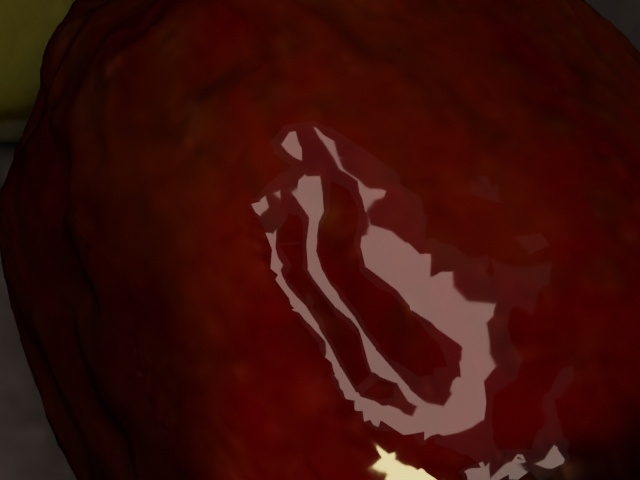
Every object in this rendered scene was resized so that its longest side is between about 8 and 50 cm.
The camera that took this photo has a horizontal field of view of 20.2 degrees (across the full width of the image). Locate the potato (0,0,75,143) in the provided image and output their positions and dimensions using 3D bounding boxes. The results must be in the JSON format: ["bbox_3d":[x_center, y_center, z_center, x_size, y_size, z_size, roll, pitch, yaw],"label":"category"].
[{"bbox_3d":[-0.069,-0.150,0.539,0.111,0.160,0.272,18,66,46],"label":"potato"}]

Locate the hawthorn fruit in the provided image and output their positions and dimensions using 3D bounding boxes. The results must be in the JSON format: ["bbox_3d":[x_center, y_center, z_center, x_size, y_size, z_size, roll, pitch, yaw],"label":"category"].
[{"bbox_3d":[0.000,0.000,0.463,0.189,0.189,0.251,-41,88,-13],"label":"hawthorn fruit"}]
